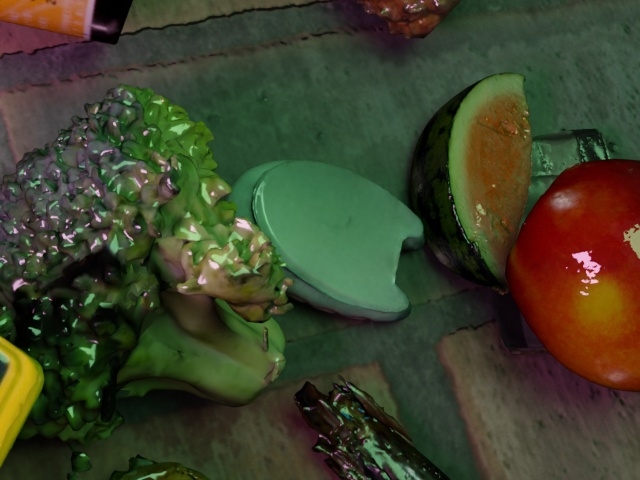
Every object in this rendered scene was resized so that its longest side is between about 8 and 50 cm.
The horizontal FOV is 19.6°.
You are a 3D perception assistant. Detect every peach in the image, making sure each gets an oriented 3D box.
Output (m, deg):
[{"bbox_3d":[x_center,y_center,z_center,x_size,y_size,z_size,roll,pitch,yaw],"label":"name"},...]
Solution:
[{"bbox_3d":[0.291,0.036,1.714,0.226,0.190,0.196,33,55,8],"label":"peach"}]

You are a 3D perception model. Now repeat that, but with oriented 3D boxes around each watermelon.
[{"bbox_3d":[0.152,-0.065,1.800,0.119,0.063,0.245,19,59,-21],"label":"watermelon"}]

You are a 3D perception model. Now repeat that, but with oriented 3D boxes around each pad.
[{"bbox_3d":[0.231,0.000,1.833,0.174,0.022,0.233,-7,69,-19],"label":"pad"}]

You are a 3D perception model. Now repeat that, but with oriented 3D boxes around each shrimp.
[{"bbox_3d":[0.041,0.266,1.621,0.222,0.054,0.290,-38,92,-31],"label":"shrimp"}]

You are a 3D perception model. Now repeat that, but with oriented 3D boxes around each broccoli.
[{"bbox_3d":[-0.162,0.047,1.541,0.281,0.348,0.293,34,103,-15],"label":"broccoli"}]

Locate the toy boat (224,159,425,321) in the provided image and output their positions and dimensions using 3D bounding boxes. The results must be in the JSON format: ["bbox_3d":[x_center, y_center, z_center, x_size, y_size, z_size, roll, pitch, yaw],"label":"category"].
[{"bbox_3d":[0.000,0.000,1.724,0.208,0.079,0.134,22,69,-24],"label":"toy boat"}]

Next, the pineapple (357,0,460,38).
[{"bbox_3d":[0.017,-0.351,1.828,0.340,0.169,0.169,40,59,2],"label":"pineapple"}]

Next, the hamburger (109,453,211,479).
[{"bbox_3d":[-0.117,0.284,1.511,0.183,0.130,0.206,33,57,-9],"label":"hamburger"}]

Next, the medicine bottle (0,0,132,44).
[{"bbox_3d":[-0.327,-0.330,1.637,0.395,0.242,0.242,16,62,-5],"label":"medicine bottle"}]

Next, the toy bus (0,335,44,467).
[{"bbox_3d":[-0.367,0.204,1.275,0.209,0.440,0.249,29,52,-8],"label":"toy bus"}]
